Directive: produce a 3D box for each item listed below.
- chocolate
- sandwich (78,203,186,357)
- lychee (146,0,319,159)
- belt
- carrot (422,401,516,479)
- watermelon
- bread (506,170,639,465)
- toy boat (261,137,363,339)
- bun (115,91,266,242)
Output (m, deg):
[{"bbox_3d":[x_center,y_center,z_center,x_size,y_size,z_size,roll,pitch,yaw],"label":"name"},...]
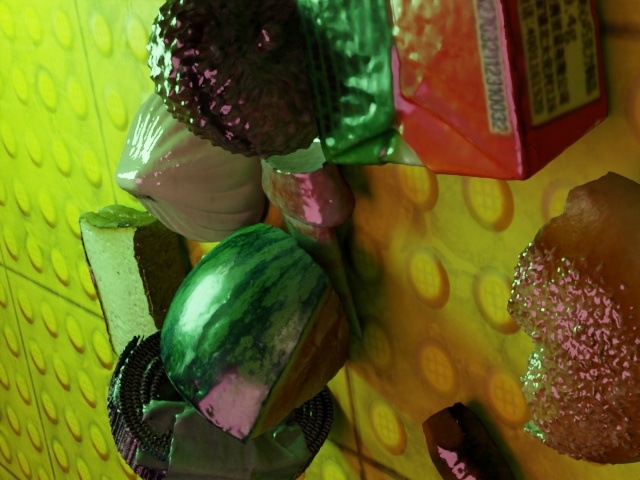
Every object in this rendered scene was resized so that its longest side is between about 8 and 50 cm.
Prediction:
[{"bbox_3d":[0.118,-0.255,1.305,0.341,0.161,0.360,13,119,54],"label":"chocolate"},{"bbox_3d":[-0.309,0.088,2.221,0.271,0.099,0.301,15,123,59],"label":"sandwich"},{"bbox_3d":[-0.086,-0.215,1.554,0.274,0.255,0.255,-25,86,65],"label":"lychee"},{"bbox_3d":[-0.146,0.250,1.867,0.122,0.325,0.260,118,159,-50],"label":"belt"},{"bbox_3d":[0.191,0.286,1.582,0.173,0.082,0.082,61,148,19],"label":"carrot"},{"bbox_3d":[-0.080,0.078,1.733,0.292,0.319,0.222,36,122,26],"label":"watermelon"},{"bbox_3d":[0.291,0.114,1.245,0.192,0.171,0.314,42,140,42],"label":"bread"},{"bbox_3d":[0.000,0.000,1.731,0.206,0.096,0.282,26,141,56],"label":"toy boat"},{"bbox_3d":[-0.214,-0.106,1.891,0.263,0.175,0.263,36,137,44],"label":"bun"}]
